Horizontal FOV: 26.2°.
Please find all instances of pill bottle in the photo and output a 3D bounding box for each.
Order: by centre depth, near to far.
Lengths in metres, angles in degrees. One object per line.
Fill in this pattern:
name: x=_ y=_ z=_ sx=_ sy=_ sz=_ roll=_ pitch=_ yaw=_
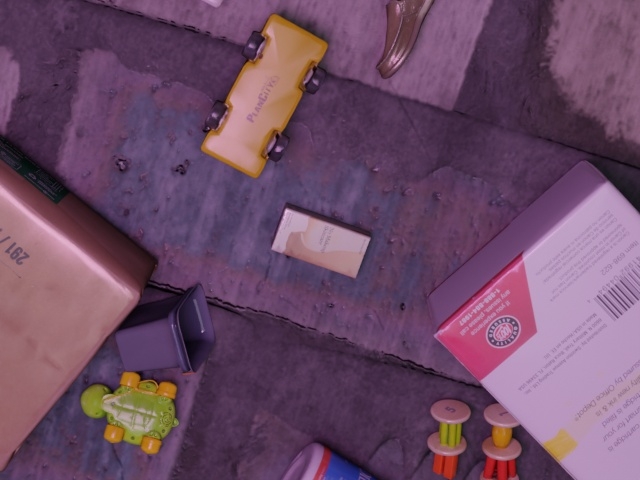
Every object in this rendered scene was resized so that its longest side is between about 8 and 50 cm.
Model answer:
pill bottle: x=0.052 y=0.367 z=1.778 sx=0.221 sy=0.124 sz=0.124 roll=33 pitch=99 yaw=-9

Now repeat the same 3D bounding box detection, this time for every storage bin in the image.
storage bin: x=-0.194 y=0.121 z=1.719 sx=0.091 sy=0.135 sz=0.098 roll=-11 pitch=104 yaw=12

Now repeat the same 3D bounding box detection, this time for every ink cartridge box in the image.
ink cartridge box: x=0.362 y=0.138 z=1.717 sx=0.279 sy=0.160 sz=0.385 roll=-42 pitch=100 yaw=8

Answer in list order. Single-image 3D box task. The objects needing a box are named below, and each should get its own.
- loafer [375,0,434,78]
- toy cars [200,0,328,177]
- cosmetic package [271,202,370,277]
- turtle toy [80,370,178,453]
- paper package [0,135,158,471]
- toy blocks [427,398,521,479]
loafer: x=0.099 y=-0.268 z=1.676 sx=0.050 sy=0.056 sz=0.148 roll=25 pitch=91 yaw=-6
toy cars: x=-0.092 y=-0.276 z=1.655 sx=0.176 sy=0.087 sz=0.394 roll=-13 pitch=99 yaw=-4
cosmetic package: x=0.000 y=0.000 z=1.736 sx=0.115 sy=0.041 sz=0.060 roll=18 pitch=101 yaw=-5
turtle toy: x=-0.244 y=0.217 z=1.764 sx=0.130 sy=0.066 sz=0.095 roll=17 pitch=78 yaw=-3
paper package: x=-0.414 y=0.057 z=1.674 sx=0.325 sy=0.168 sz=0.309 roll=39 pitch=97 yaw=-9
toy blocks: x=0.200 y=0.286 z=1.800 sx=0.123 sy=0.054 sz=0.148 roll=3 pitch=115 yaw=6
